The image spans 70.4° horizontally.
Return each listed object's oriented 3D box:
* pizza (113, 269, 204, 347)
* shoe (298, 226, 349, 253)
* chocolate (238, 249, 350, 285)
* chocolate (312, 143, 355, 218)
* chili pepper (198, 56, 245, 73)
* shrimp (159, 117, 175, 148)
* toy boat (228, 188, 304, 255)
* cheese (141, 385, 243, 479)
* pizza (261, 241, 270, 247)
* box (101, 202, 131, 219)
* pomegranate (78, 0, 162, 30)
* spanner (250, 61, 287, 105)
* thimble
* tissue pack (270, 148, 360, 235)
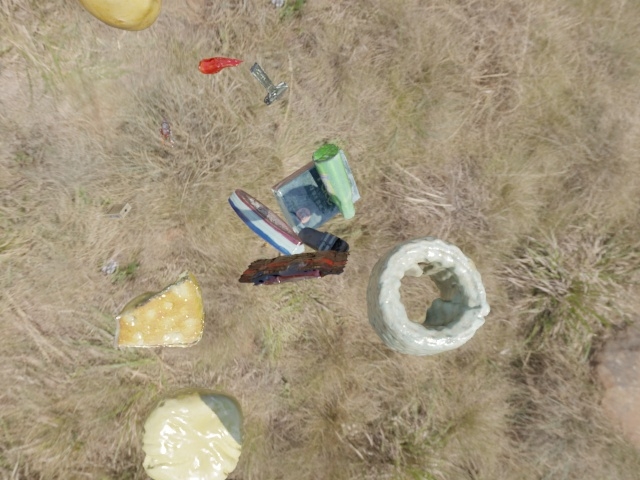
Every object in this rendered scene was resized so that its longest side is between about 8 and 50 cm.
[{"bbox_3d":[-0.340,0.140,0.971,0.188,0.081,0.204,1,124,-27],"label":"pizza"},{"bbox_3d":[0.000,0.000,1.359,0.071,0.179,0.049,-58,148,-13],"label":"shoe"},{"bbox_3d":[-0.042,0.041,0.739,0.182,0.086,0.028,-8,112,22],"label":"chocolate"},{"bbox_3d":[0.062,-0.202,1.656,0.110,0.110,0.291,-34,129,-12],"label":"chocolate"},{"bbox_3d":[-0.296,-0.511,1.318,0.178,0.027,0.045,7,89,26],"label":"chili pepper"},{"bbox_3d":[-0.454,-0.312,1.328,0.038,0.029,0.093,-16,86,-8],"label":"shrimp"},{"bbox_3d":[-0.128,-0.046,1.029,0.229,0.046,0.080,40,39,20],"label":"toy boat"},{"bbox_3d":[-0.281,0.435,1.003,0.225,0.117,0.214,10,80,-27],"label":"cheese"},{"bbox_3d":[-0.179,-0.001,1.602,0.078,0.083,0.025,-23,70,7],"label":"pizza"},{"bbox_3d":[-0.674,-0.096,1.499,0.024,0.083,0.053,62,36,-41],"label":"box"},{"bbox_3d":[-0.624,-0.790,1.378,0.307,0.307,0.308,-2,95,-17],"label":"pomegranate"},{"bbox_3d":[-0.148,-0.448,1.299,0.026,0.325,0.093,43,96,1],"label":"spanner"},{"bbox_3d":[0.261,0.142,1.127,0.291,0.195,0.292,2,77,-7],"label":"thimble"},{"bbox_3d":[-0.015,-0.187,1.763,0.315,0.103,0.228,-37,121,-20],"label":"tissue pack"}]
